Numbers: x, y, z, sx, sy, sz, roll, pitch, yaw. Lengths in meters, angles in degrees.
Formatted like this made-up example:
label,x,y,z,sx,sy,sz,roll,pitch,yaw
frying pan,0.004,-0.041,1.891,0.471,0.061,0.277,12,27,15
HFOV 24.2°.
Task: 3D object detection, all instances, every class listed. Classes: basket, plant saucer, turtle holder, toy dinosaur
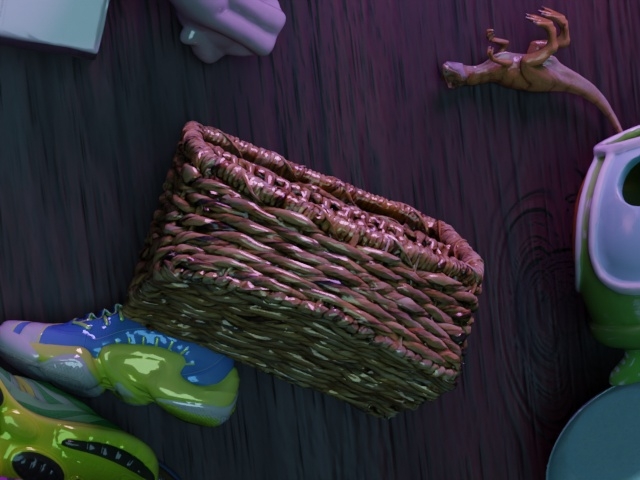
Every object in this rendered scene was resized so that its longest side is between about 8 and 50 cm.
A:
label,x,y,z,sx,sy,sz,roll,pitch,yaw
basket,0.000,0.000,1.356,0.299,0.213,0.223,23,67,-11
plant saucer,0.311,0.207,1.523,0.195,0.037,0.195,-10,123,-16
turtle holder,0.382,-0.010,1.413,0.243,0.320,0.227,-22,96,-31
toy dinosaur,0.226,-0.172,1.509,0.211,0.064,0.112,11,115,-6

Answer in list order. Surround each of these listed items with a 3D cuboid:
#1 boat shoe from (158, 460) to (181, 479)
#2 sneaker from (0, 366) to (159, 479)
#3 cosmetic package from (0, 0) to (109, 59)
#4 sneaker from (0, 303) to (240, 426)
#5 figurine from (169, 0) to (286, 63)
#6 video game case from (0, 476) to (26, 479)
label,x,y,z,sx,sy,sz,roll,pitch,yaw
boat shoe,-0.141,0.279,1.447,0.066,0.066,0.183,-41,99,-6
sneaker,-0.290,0.168,1.348,0.295,0.123,0.109,33,80,-20
cosmetic package,-0.311,-0.225,1.364,0.231,0.117,0.085,11,91,-10
sneaker,-0.187,0.092,1.432,0.240,0.091,0.126,19,71,-11
figurine,-0.104,-0.287,1.360,0.209,0.092,0.215,26,88,-51
video game case,-0.241,0.274,1.340,0.210,0.232,0.042,8,60,-3
